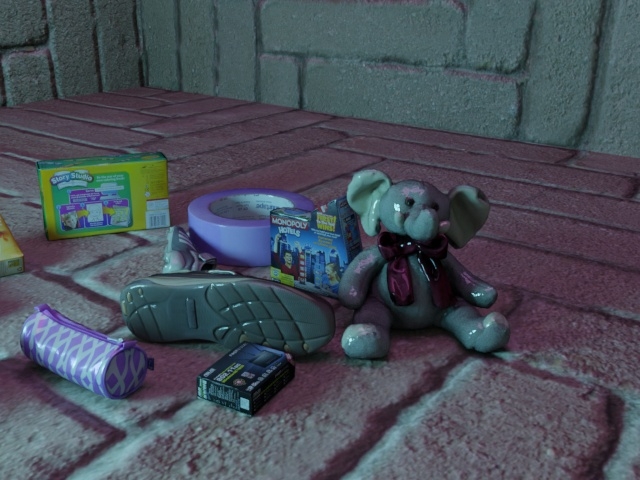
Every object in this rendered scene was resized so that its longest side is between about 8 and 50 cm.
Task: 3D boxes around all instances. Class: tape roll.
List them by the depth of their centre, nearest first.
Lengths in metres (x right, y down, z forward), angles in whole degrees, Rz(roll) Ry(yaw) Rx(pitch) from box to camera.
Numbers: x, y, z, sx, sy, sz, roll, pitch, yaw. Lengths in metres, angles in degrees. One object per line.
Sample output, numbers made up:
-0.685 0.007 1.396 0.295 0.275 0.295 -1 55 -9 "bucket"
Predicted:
-0.149 -0.035 1.547 0.274 0.090 0.275 2 21 -1 "tape roll"

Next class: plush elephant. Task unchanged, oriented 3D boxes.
0.162 0.016 1.189 0.271 0.256 0.330 0 21 -3 "plush elephant"

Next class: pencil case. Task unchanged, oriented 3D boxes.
-0.344 0.160 1.022 0.206 0.088 0.086 12 21 30 "pencil case"

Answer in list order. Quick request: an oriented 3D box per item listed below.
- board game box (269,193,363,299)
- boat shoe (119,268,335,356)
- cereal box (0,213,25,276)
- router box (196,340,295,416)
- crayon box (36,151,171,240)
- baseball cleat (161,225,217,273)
0.000 0.000 1.311 0.194 0.194 0.060 14 24 30 "board game box"
-0.142 0.096 1.141 0.355 0.132 0.130 7 22 13 "boat shoe"
-0.721 0.025 1.370 0.240 0.047 0.173 -14 40 -35 "cereal box"
-0.104 0.194 1.012 0.092 0.038 0.122 11 23 26 "router box"
-0.486 -0.104 1.605 0.278 0.166 0.081 -7 22 -22 "crayon box"
-0.263 0.033 1.417 0.109 0.072 0.206 11 23 -14 "baseball cleat"
